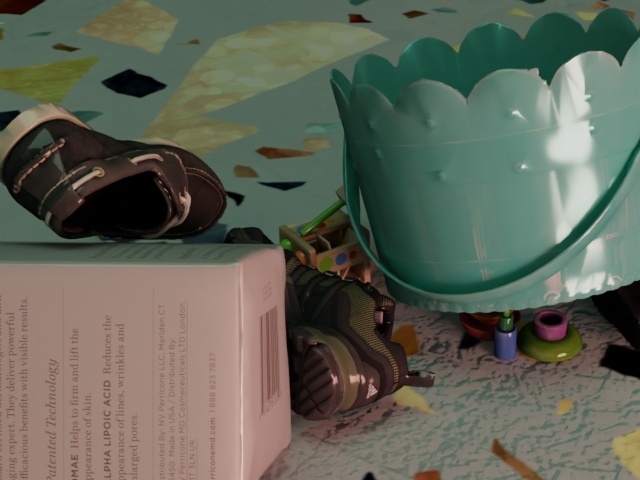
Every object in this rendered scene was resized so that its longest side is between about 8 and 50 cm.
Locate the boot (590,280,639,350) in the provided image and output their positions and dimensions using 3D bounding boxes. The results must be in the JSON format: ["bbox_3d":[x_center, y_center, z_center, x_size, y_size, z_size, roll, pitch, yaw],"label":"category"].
[{"bbox_3d":[0.276,0.043,1.175,0.099,0.045,0.121,-9,33,-13],"label":"boot"}]

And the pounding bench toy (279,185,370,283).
[{"bbox_3d":[0.000,0.000,1.227,0.065,0.083,0.052,-18,34,-26],"label":"pounding bench toy"}]

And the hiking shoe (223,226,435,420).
[{"bbox_3d":[-0.004,0.062,1.146,0.114,0.086,0.227,0,31,-28],"label":"hiking shoe"}]

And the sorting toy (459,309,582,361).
[{"bbox_3d":[0.154,0.060,1.155,0.102,0.042,0.061,15,35,26],"label":"sorting toy"}]

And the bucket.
[{"bbox_3d":[0.151,-0.066,1.166,0.281,0.183,0.281,-11,14,3],"label":"bucket"}]

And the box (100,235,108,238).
[{"bbox_3d":[-0.187,-0.044,1.371,0.081,0.028,0.136,-18,32,-26],"label":"box"}]

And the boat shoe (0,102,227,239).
[{"bbox_3d":[-0.128,-0.026,1.003,0.079,0.084,0.233,40,11,24],"label":"boat shoe"}]

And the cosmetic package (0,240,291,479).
[{"bbox_3d":[-0.223,0.078,0.975,0.385,0.156,0.217,-1,3,7],"label":"cosmetic package"}]
